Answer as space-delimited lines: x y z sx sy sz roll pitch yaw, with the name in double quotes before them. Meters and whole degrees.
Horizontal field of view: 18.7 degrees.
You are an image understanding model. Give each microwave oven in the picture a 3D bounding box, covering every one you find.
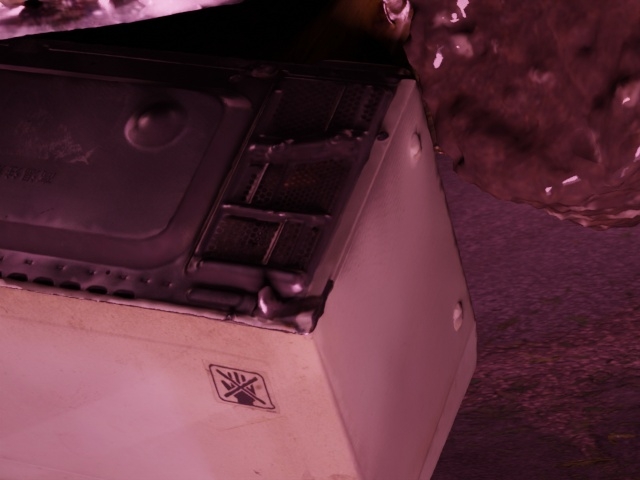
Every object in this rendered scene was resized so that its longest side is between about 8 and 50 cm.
"microwave oven" -0.115 0.032 1.374 0.394 0.247 0.333 8 142 21

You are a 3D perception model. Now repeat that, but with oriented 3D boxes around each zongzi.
"zongzi" 0.002 -0.141 1.357 0.204 0.094 0.205 1 153 8

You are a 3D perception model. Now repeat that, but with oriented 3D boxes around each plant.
"plant" 0.217 -0.121 1.262 0.213 0.215 0.312 -24 163 40

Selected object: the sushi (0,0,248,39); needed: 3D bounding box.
"sushi" -0.131 -0.226 0.964 0.227 0.215 0.212 6 131 30
